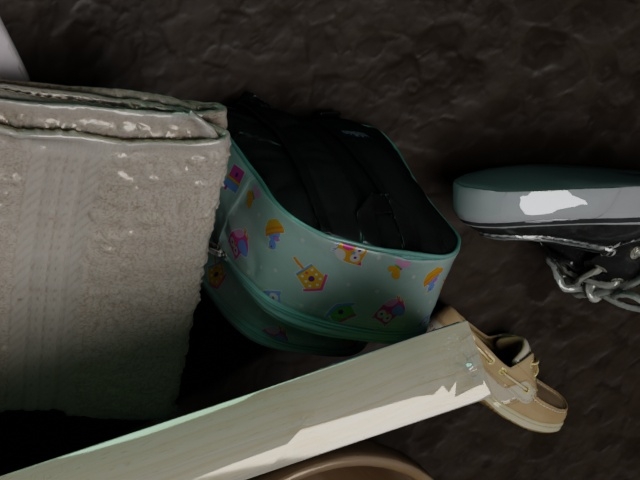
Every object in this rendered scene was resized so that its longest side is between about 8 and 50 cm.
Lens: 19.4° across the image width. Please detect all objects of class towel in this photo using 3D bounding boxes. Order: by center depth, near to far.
[{"bbox_3d":[-0.167,0.017,1.231,0.187,0.049,0.282,4,131,-10],"label":"towel"}]

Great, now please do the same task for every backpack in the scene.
[{"bbox_3d":[0.000,0.000,1.291,0.166,0.188,0.144,11,110,-33],"label":"backpack"}]

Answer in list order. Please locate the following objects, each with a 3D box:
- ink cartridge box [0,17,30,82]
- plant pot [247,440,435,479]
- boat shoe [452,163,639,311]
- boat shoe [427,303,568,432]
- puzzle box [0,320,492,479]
[{"bbox_3d":[-0.317,-0.120,1.133,0.232,0.066,0.189,-34,130,-13],"label":"ink cartridge box"},{"bbox_3d":[-0.018,0.244,1.460,0.237,0.110,0.237,-12,119,-23],"label":"plant pot"},{"bbox_3d":[0.230,-0.002,1.462,0.306,0.113,0.105,-1,101,-38],"label":"boat shoe"},{"bbox_3d":[0.146,0.102,1.502,0.170,0.063,0.059,28,106,-35],"label":"boat shoe"},{"bbox_3d":[-0.096,0.146,1.228,0.409,0.272,0.052,-18,85,-2],"label":"puzzle box"}]
